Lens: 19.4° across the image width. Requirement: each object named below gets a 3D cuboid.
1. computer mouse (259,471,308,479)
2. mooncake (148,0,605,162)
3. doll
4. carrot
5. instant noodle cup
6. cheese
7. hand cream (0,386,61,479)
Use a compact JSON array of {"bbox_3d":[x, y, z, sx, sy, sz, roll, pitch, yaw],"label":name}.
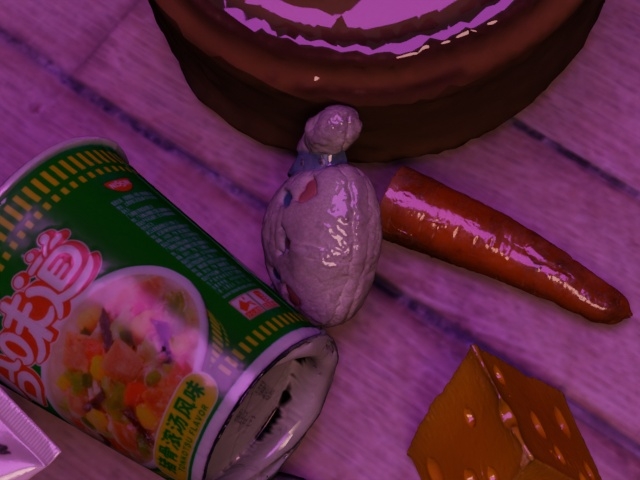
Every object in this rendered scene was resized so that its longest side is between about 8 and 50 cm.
[{"bbox_3d":[-0.040,0.253,1.317,0.113,0.068,0.229,-6,48,-1],"label":"computer mouse"},{"bbox_3d":[0.043,-0.268,1.466,0.394,0.246,0.393,-16,70,1],"label":"mooncake"},{"bbox_3d":[0.000,0.000,1.393,0.071,0.214,0.103,-3,20,-29],"label":"doll"},{"bbox_3d":[0.142,0.012,1.425,0.210,0.061,0.061,25,69,12],"label":"carrot"},{"bbox_3d":[-0.123,0.071,1.327,0.233,0.207,0.207,34,72,22],"label":"instant noodle cup"},{"bbox_3d":[0.130,0.138,1.297,0.126,0.171,0.093,-20,64,-4],"label":"cheese"},{"bbox_3d":[-0.301,0.188,1.275,0.133,0.083,0.248,42,91,12],"label":"hand cream"}]
